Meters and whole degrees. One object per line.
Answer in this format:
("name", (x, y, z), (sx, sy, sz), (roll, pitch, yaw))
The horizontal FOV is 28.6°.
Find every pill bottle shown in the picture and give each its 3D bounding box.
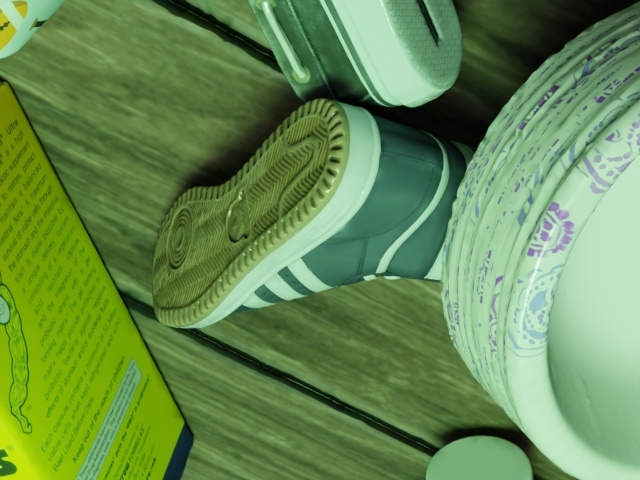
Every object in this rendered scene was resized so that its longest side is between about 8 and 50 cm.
("pill bottle", (0.134, 0.248, 0.994), (0.108, 0.108, 0.180), (-3, 124, 14))

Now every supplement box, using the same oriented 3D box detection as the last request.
("supplement box", (-0.267, 0.097, 0.919), (0.194, 0.195, 0.356), (-12, 121, 19))

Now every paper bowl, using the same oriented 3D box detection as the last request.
("paper bowl", (0.202, -0.006, 0.736), (0.284, 0.148, 0.284), (-12, 122, -20))

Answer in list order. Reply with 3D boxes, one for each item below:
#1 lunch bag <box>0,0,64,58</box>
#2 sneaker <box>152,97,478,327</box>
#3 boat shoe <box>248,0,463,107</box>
("lunch bag", (-0.235, -0.231, 0.654), (0.303, 0.243, 0.115), (30, 125, -9))
("sneaker", (0.000, 0.000, 0.854), (0.153, 0.099, 0.282), (8, 156, -31))
("boat shoe", (-0.035, -0.211, 0.700), (0.119, 0.121, 0.335), (-11, 116, 30))
